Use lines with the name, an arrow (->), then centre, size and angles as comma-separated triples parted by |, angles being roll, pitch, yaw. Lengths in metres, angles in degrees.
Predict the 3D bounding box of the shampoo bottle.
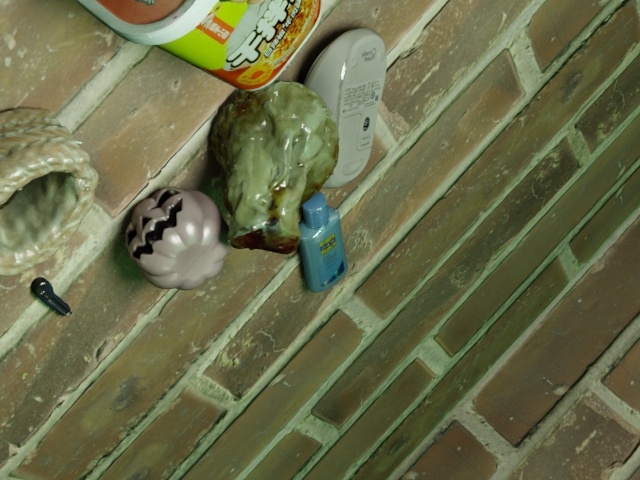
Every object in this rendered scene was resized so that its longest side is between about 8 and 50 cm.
shampoo bottle -> 0.000, 0.000, 2.236 | 0.104, 0.061, 0.258 | -37, 146, -19

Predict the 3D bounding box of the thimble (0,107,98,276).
thimble -> -0.442, -0.066, 1.559 | 0.229, 0.148, 0.196 | -32, 145, -20

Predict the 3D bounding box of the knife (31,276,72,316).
knife -> -0.453, 0.098, 1.842 | 0.031, 0.018, 0.121 | -42, 149, -7

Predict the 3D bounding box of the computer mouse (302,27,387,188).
computer mouse -> 0.027, -0.242, 1.959 | 0.184, 0.121, 0.297 | -27, 129, -48

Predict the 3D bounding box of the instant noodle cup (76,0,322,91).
instant noodle cup -> -0.158, -0.360, 1.497 | 0.294, 0.294, 0.308 | -51, 156, 5

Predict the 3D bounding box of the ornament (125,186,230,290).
ornament -> -0.246, -0.007, 1.861 | 0.177, 0.177, 0.177 | -31, 144, -25

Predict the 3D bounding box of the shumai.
shumai -> -0.076, -0.121, 1.812 | 0.222, 0.204, 0.272 | -2, 113, -1
